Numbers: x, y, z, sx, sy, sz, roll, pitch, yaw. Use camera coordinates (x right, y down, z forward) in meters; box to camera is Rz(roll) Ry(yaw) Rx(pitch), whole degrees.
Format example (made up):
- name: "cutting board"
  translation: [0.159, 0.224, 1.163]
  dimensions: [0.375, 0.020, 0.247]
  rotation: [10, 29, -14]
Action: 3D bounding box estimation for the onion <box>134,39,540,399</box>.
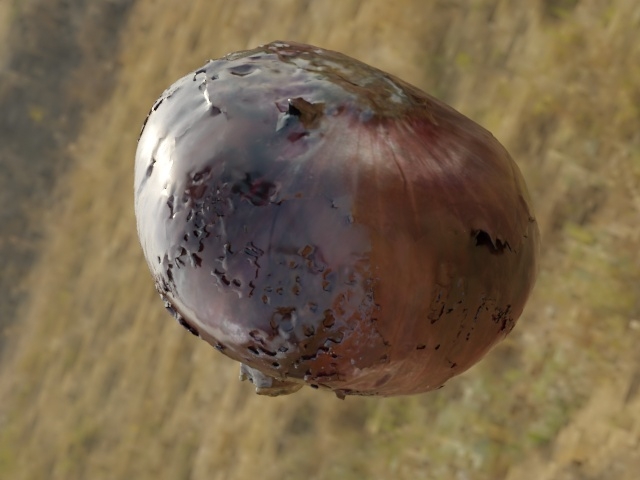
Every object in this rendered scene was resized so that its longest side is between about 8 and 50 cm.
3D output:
- name: "onion"
  translation: [0.000, 0.000, 1.154]
  dimensions: [0.252, 0.252, 0.219]
  rotation: [-96, 24, -52]
